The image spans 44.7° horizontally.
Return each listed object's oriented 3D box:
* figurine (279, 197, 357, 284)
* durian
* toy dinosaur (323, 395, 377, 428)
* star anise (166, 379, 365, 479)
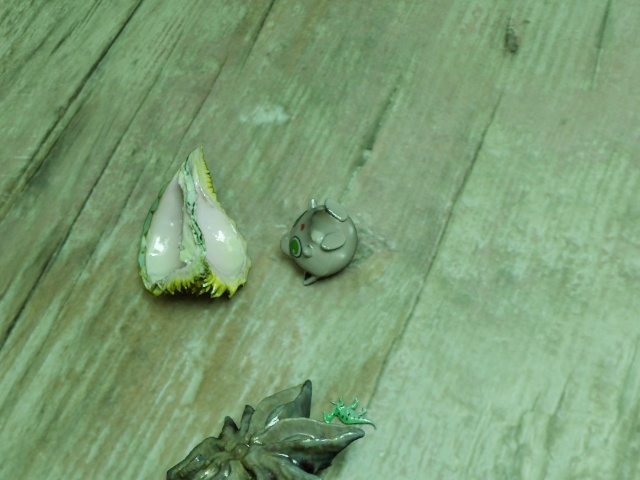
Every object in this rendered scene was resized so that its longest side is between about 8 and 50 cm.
[{"bbox_3d":[0.000,0.000,1.298,0.125,0.138,0.125,9,65,-20],"label":"figurine"},{"bbox_3d":[-0.242,0.002,1.350,0.196,0.185,0.305,-33,52,17],"label":"durian"},{"bbox_3d":[0.041,0.272,1.191,0.062,0.021,0.083,-40,55,-1],"label":"toy dinosaur"},{"bbox_3d":[-0.104,0.337,1.128,0.349,0.109,0.292,-45,21,-31],"label":"star anise"}]
